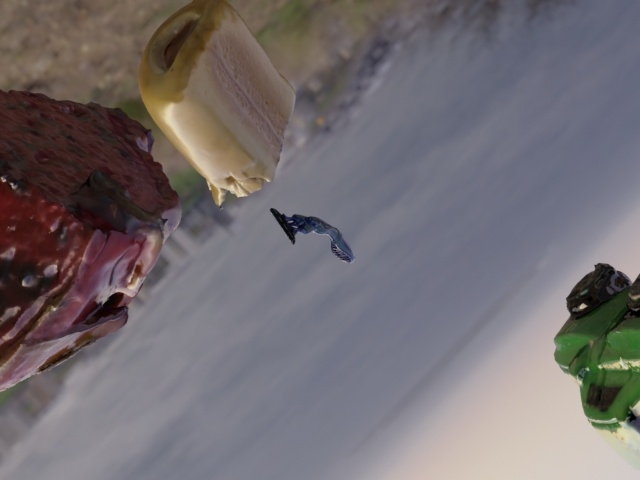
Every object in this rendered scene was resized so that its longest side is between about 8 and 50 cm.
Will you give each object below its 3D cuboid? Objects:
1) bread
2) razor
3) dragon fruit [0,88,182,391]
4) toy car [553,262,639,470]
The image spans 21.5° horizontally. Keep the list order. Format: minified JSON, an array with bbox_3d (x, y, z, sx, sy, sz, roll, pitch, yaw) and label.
[{"bbox_3d":[-0.097,-0.127,1.495,0.173,0.085,0.134,54,44,-46],"label":"bread"},{"bbox_3d":[0.003,-0.003,1.671,0.028,0.044,0.154,-41,152,13],"label":"razor"},{"bbox_3d":[-0.211,-0.035,1.192,0.302,0.240,0.330,-2,-156,25],"label":"dragon fruit"},{"bbox_3d":[0.331,0.135,1.539,0.176,0.213,0.358,-47,-172,-18],"label":"toy car"}]
